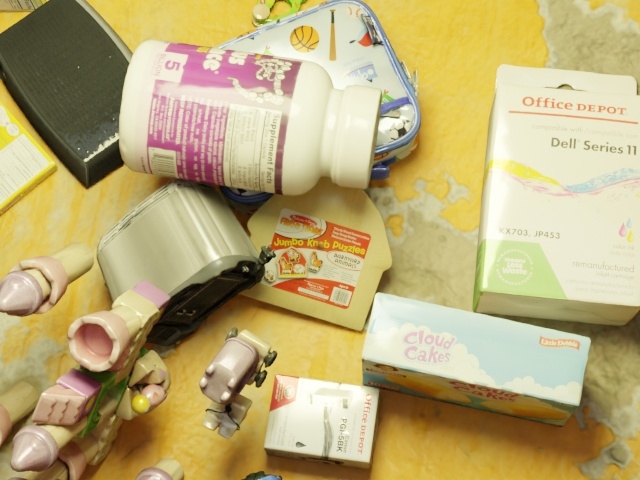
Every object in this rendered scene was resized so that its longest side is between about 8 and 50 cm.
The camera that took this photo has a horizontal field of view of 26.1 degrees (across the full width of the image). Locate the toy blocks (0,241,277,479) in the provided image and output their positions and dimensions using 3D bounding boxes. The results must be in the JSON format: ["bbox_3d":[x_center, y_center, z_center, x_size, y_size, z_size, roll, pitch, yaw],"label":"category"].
[{"bbox_3d":[-0.271,0.201,1.601,0.309,0.260,0.288,28,113,8],"label":"toy blocks"}]

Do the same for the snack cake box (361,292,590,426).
[{"bbox_3d":[0.187,0.150,1.707,0.264,0.152,0.089,12,74,6],"label":"snack cake box"}]

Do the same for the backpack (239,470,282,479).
[{"bbox_3d":[-0.078,0.332,1.678,0.098,0.120,0.101,-25,74,-6],"label":"backpack"}]

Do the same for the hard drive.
[{"bbox_3d":[-0.330,-0.217,1.889,0.172,0.054,0.254,-36,75,-9],"label":"hard drive"}]

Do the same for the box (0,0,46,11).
[{"bbox_3d":[-0.507,-0.439,1.931,0.243,0.117,0.213,0,73,2],"label":"box"}]

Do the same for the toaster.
[{"bbox_3d":[-0.177,0.022,1.749,0.227,0.129,0.146,-38,69,22],"label":"toaster"}]

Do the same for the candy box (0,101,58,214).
[{"bbox_3d":[-0.462,-0.140,1.885,0.105,0.027,0.206,-41,76,-7],"label":"candy box"}]

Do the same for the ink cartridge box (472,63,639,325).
[{"bbox_3d":[0.315,-0.080,1.788,0.207,0.119,0.353,5,74,4],"label":"ink cartridge box"}]

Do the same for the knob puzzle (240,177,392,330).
[{"bbox_3d":[0.000,0.000,1.783,0.213,0.030,0.213,0,102,2],"label":"knob puzzle"}]

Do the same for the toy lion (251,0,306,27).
[{"bbox_3d":[-0.052,-0.350,1.934,0.096,0.034,0.100,-5,73,-7],"label":"toy lion"}]

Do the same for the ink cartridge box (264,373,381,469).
[{"bbox_3d":[0.004,0.227,1.740,0.135,0.056,0.099,7,73,5],"label":"ink cartridge box"}]

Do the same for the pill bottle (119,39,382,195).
[{"bbox_3d":[-0.081,-0.146,1.690,0.302,0.169,0.169,8,74,3],"label":"pill bottle"}]

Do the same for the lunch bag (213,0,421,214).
[{"bbox_3d":[-0.018,-0.173,1.836,0.303,0.115,0.243,-22,76,-3],"label":"lunch bag"}]
